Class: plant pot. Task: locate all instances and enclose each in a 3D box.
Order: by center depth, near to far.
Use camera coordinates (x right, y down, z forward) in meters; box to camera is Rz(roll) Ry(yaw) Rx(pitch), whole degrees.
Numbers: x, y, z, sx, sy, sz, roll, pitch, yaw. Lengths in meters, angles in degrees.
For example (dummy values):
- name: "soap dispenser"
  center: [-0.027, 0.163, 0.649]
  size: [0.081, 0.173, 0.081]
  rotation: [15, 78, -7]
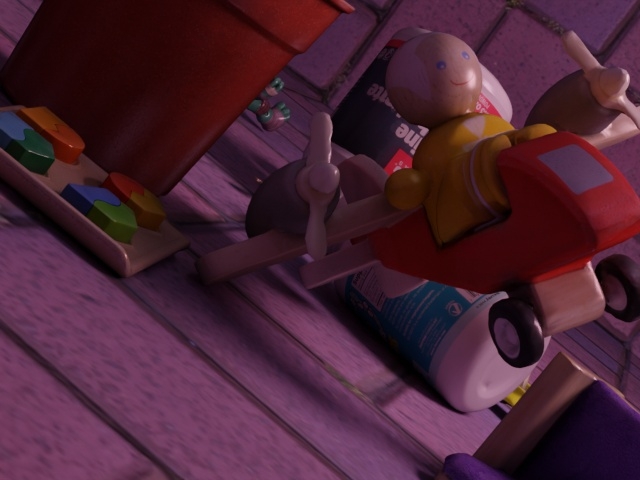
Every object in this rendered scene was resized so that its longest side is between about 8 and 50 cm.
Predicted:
- name: "plant pot"
  center: [-0.153, -0.202, 1.443]
  size: [0.272, 0.265, 0.272]
  rotation: [37, 8, -6]

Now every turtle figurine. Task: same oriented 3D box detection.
- name: "turtle figurine"
  center: [-0.131, -0.266, 2.410]
  size: [0.175, 0.118, 0.234]
  rotation: [59, 2, 27]

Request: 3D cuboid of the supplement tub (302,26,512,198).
- name: "supplement tub"
  center: [0.099, -0.118, 1.920]
  size: [0.191, 0.272, 0.191]
  rotation: [37, -7, 5]

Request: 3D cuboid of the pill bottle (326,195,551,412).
- name: "pill bottle"
  center: [0.114, 0.052, 1.618]
  size: [0.264, 0.146, 0.146]
  rotation: [44, 10, 32]

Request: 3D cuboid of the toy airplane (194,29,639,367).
- name: "toy airplane"
  center: [0.113, -0.057, 1.373]
  size: [0.386, 0.384, 0.272]
  rotation: [-48, 127, -66]

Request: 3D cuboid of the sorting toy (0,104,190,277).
- name: "sorting toy"
  center: [-0.199, -0.050, 1.211]
  size: [0.193, 0.038, 0.208]
  rotation: [39, 8, 3]

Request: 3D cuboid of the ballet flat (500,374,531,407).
- name: "ballet flat"
  center: [0.237, 0.173, 1.730]
  size: [0.231, 0.077, 0.077]
  rotation: [42, 8, 21]

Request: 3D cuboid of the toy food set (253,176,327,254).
- name: "toy food set"
  center: [0.000, 0.000, 1.829]
  size: [0.192, 0.038, 0.132]
  rotation: [35, -1, 25]

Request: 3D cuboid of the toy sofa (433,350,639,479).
- name: "toy sofa"
  center: [0.271, 0.254, 1.185]
  size: [0.362, 0.150, 0.177]
  rotation: [45, 9, 38]
